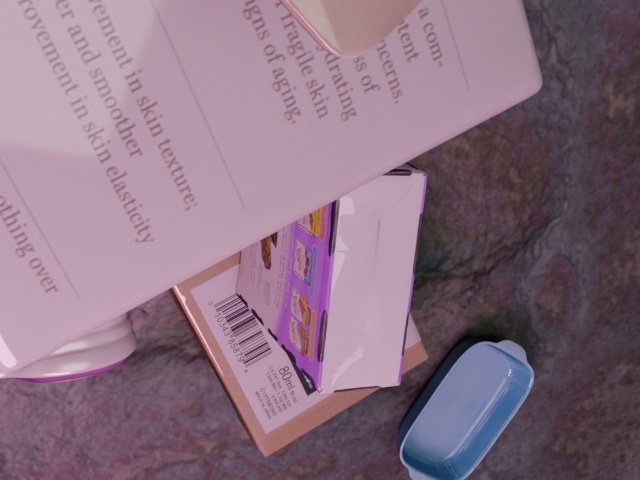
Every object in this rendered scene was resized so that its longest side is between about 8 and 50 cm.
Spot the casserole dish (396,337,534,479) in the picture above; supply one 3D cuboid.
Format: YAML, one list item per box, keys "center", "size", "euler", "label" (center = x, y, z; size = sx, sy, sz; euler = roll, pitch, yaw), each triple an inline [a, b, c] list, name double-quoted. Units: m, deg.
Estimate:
- center: [0.154, 0.184, 1.159]
  size: [0.114, 0.037, 0.188]
  euler: [30, 97, -32]
  label: "casserole dish"

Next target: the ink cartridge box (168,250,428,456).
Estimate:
- center: [-0.028, 0.056, 0.992]
  size: [0.193, 0.088, 0.234]
  euler: [-30, 119, -9]
  label: "ink cartridge box"

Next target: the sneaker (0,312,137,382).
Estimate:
- center: [-0.308, 0.051, 0.867]
  size: [0.305, 0.114, 0.152]
  euler: [-7, 100, -27]
  label: "sneaker"

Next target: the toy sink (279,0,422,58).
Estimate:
- center: [-0.030, -0.219, 0.468]
  size: [0.153, 0.131, 0.234]
  euler: [-46, 116, -1]
  label: "toy sink"

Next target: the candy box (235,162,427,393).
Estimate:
- center: [0.000, 0.000, 0.818]
  size: [0.070, 0.196, 0.164]
  euler: [-2, 109, -22]
  label: "candy box"

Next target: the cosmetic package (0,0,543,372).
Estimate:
- center: [-0.129, -0.192, 0.700]
  size: [0.394, 0.327, 0.329]
  euler: [-28, 120, -11]
  label: "cosmetic package"
